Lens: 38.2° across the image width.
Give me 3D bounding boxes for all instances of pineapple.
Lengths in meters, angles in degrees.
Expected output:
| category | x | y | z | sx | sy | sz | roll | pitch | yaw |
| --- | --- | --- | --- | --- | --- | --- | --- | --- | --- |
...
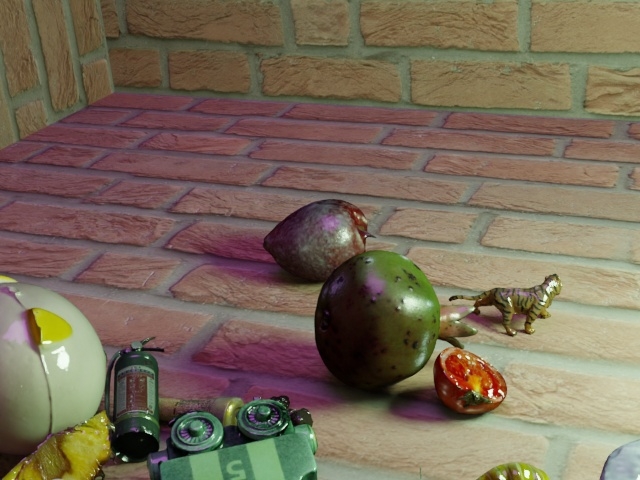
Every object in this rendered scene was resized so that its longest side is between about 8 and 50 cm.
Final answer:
| category | x | y | z | sx | sy | sz | roll | pitch | yaw |
| --- | --- | --- | --- | --- | --- | --- | --- | --- | --- |
| pineapple | -0.453 | 0.439 | 1.658 | 0.164 | 0.140 | 0.250 | 44 | 58 | 4 |

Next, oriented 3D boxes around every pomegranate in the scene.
| category | x | y | z | sx | sy | sz | roll | pitch | yaw |
| --- | --- | --- | --- | --- | --- | --- | --- | --- | --- |
| pomegranate | 0.144 | 0.150 | 1.913 | 0.324 | 0.290 | 0.291 | -22 | 30 | -26 |

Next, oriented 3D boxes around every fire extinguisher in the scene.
| category | x | y | z | sx | sy | sz | roll | pitch | yaw |
| --- | --- | --- | --- | --- | --- | --- | --- | --- | --- |
| fire extinguisher | -0.369 | 0.295 | 1.843 | 0.118 | 0.093 | 0.294 | 0 | 39 | -11 |

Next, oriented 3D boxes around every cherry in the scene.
| category | x | y | z | sx | sy | sz | roll | pitch | yaw |
| --- | --- | --- | --- | --- | --- | --- | --- | --- | --- |
| cherry | 0.000 | 0.000 | 2.371 | 0.301 | 0.202 | 0.230 | -8 | 31 | 12 |

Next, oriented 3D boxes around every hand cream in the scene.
| category | x | y | z | sx | sy | sz | roll | pitch | yaw |
| --- | --- | --- | --- | --- | --- | --- | --- | --- | --- |
| hand cream | -0.248 | 0.346 | 1.837 | 0.203 | 0.083 | 0.084 | 0 | 24 | 28 |

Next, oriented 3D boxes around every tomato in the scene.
| category | x | y | z | sx | sy | sz | roll | pitch | yaw |
| --- | --- | --- | --- | --- | --- | --- | --- | --- | --- |
| tomato | 0.286 | 0.292 | 1.841 | 0.159 | 0.091 | 0.139 | 19 | 32 | -14 |

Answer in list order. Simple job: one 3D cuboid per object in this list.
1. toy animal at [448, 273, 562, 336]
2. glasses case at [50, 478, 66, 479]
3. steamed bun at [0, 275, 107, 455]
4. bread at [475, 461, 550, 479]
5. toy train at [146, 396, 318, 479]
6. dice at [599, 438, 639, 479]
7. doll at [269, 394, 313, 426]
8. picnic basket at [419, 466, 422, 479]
| category | x | y | z | sx | sy | sz | roll | pitch | yaw |
| --- | --- | --- | --- | --- | --- | --- | --- | --- | --- |
| toy animal | 0.418 | 0.140 | 2.107 | 0.255 | 0.116 | 0.114 | 1 | 24 | 12 |
| glasses case | -0.384 | 0.461 | 1.562 | 0.194 | 0.049 | 0.074 | 19 | 59 | -2 |
| steamed bun | -0.585 | 0.244 | 1.801 | 0.334 | 0.333 | 0.374 | -24 | 34 | -35 |
| bread | 0.323 | 0.420 | 1.560 | 0.157 | 0.094 | 0.083 | 0 | 20 | -11 |
| toy train | -0.143 | 0.406 | 1.599 | 0.299 | 0.166 | 0.238 | -10 | 36 | -9 |
| dice | 0.507 | 0.448 | 1.254 | 0.270 | 0.271 | 0.270 | 7 | 27 | 23 |
| doll | -0.078 | 0.351 | 1.812 | 0.139 | 0.057 | 0.165 | -2 | 20 | 13 |
| picnic basket | 0.188 | 0.431 | 1.566 | 0.083 | 0.083 | 0.065 | -14 | 21 | -26 |
